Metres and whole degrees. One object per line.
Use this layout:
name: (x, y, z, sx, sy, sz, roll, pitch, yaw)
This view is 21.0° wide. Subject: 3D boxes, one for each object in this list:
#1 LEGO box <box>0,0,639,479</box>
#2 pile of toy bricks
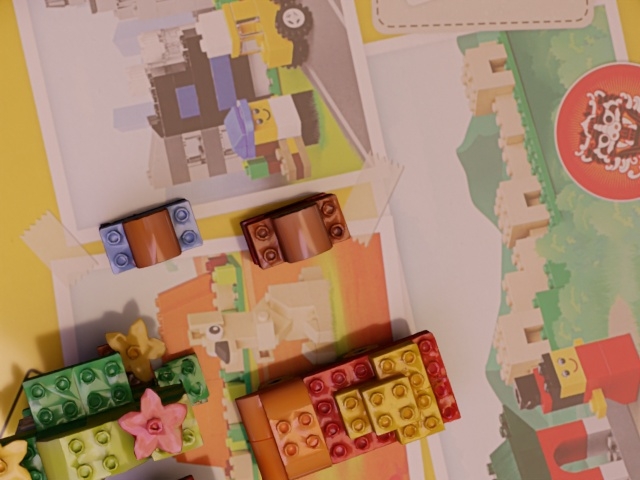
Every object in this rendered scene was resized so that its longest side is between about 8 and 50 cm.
LEGO box: (0.000, 0.000, 0.695, 0.372, 0.193, 0.500, -9, 94, -7)
pile of toy bricks: (-0.062, 0.057, 0.537, 0.212, 0.105, 0.118, -20, 95, -6)
